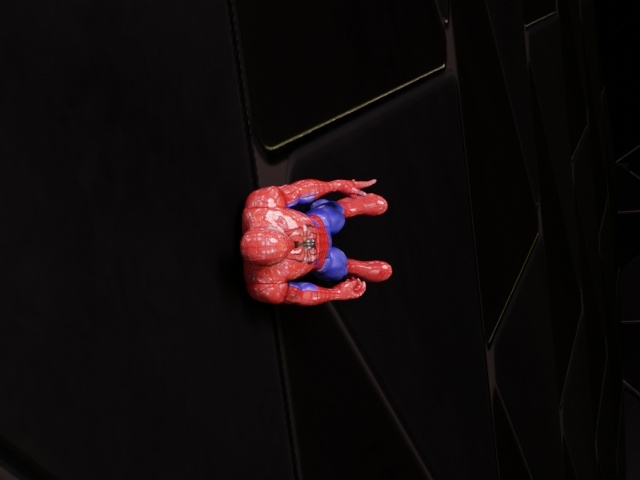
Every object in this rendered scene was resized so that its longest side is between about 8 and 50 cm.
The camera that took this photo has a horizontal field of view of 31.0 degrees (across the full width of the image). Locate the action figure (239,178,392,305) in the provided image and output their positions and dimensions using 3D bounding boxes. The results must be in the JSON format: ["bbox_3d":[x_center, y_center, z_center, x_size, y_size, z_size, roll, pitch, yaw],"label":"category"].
[{"bbox_3d":[0.000,0.000,0.352,0.115,0.030,0.038,-7,98,-71],"label":"action figure"}]
